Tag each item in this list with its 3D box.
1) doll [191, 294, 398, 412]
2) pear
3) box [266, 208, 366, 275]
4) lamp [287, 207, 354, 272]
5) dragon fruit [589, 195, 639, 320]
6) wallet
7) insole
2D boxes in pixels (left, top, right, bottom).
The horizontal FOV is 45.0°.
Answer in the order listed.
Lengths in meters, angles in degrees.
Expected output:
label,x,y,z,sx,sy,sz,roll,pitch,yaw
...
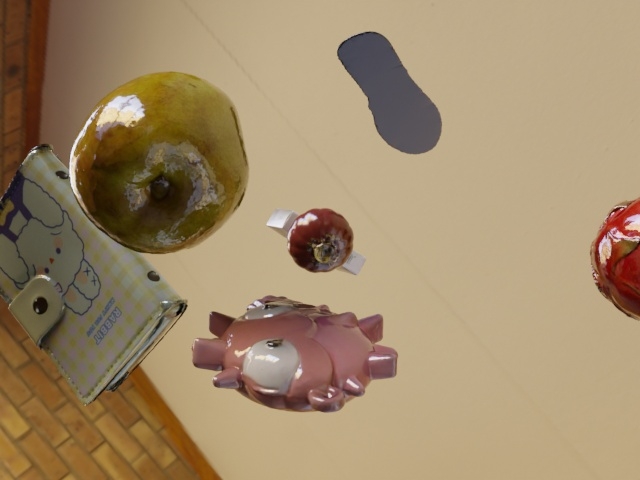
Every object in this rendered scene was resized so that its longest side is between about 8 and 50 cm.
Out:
label,x,y,z,sx,sy,sz,roll,pitch,yaw
doll,-0.027,0.113,0.804,0.262,0.211,0.093,-118,-151,-71
pear,-0.169,-0.080,0.817,0.200,0.200,0.200,27,-45,30
box,-0.007,0.001,1.269,0.154,0.040,0.084,32,-5,-20
lamp,0.000,0.000,1.144,0.090,0.101,0.101,-109,-175,-62
dragon fruit,0.562,0.030,1.242,0.252,0.241,0.241,30,-42,44
wallet,-0.349,0.049,1.086,0.309,0.077,0.223,46,-69,14
insole,0.117,-0.224,1.230,0.109,0.007,0.322,-18,-33,20
